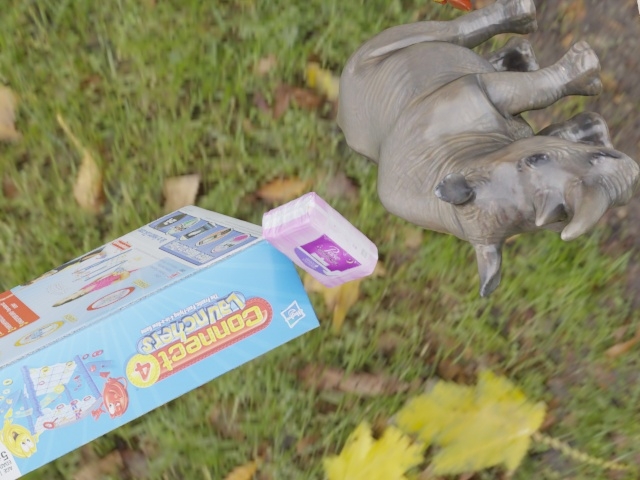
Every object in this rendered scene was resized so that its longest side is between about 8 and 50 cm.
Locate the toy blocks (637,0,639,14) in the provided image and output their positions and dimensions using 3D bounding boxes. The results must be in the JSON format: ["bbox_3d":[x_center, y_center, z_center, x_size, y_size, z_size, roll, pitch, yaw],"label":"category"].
[{"bbox_3d":[0.284,-0.295,1.000,0.260,0.309,0.288,-10,49,29],"label":"toy blocks"}]

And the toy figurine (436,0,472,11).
[{"bbox_3d":[0.099,-0.294,1.469,0.210,0.213,0.148,23,90,-17],"label":"toy figurine"}]

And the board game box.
[{"bbox_3d":[-0.191,0.080,1.498,0.302,0.308,0.086,-26,102,-13],"label":"board game box"}]

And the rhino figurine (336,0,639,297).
[{"bbox_3d":[0.072,-0.043,0.768,0.106,0.243,0.073,-21,115,-2],"label":"rhino figurine"}]

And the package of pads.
[{"bbox_3d":[0.000,0.000,1.344,0.050,0.083,0.032,-20,46,35],"label":"package of pads"}]
